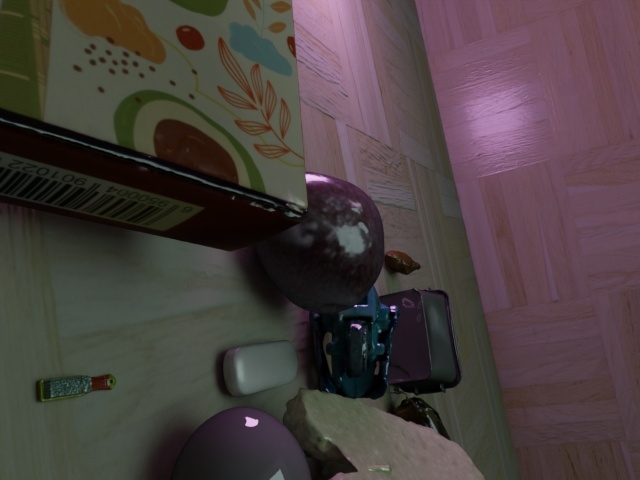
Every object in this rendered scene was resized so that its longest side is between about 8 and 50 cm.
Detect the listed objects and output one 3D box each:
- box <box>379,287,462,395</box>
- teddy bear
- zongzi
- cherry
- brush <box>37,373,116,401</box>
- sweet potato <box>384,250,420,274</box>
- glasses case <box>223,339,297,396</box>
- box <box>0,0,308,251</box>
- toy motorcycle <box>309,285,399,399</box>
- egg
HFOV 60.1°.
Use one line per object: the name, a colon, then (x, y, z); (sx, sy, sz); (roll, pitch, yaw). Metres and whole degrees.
box: (0.212, 0.223, 1.256); (0.135, 0.163, 0.244); (21, 59, -52)
teddy bear: (0.051, 0.425, 0.760); (0.375, 0.362, 0.327); (20, 26, -32)
zongzi: (0.211, 0.482, 1.175); (0.248, 0.111, 0.241); (62, 33, -21)
cherry: (0.000, 0.000, 0.843); (0.266, 0.183, 0.213); (23, 43, -39)
brush: (-0.209, 0.128, 0.492); (0.083, 0.021, 0.019); (19, 58, -64)
sweet potato: (0.217, 0.063, 1.459); (0.068, 0.060, 0.205); (55, 21, 24)
glasses case: (-0.077, 0.170, 0.747); (0.164, 0.041, 0.063); (11, 69, -66)
box: (-0.184, -0.213, 0.479); (0.344, 0.122, 0.386); (15, 62, -44)
toy motorcycle: (0.059, 0.148, 0.967); (0.206, 0.154, 0.260); (87, 5, -48)
egg: (-0.080, 0.270, 0.553); (0.146, 0.146, 0.199); (36, 51, -57)
